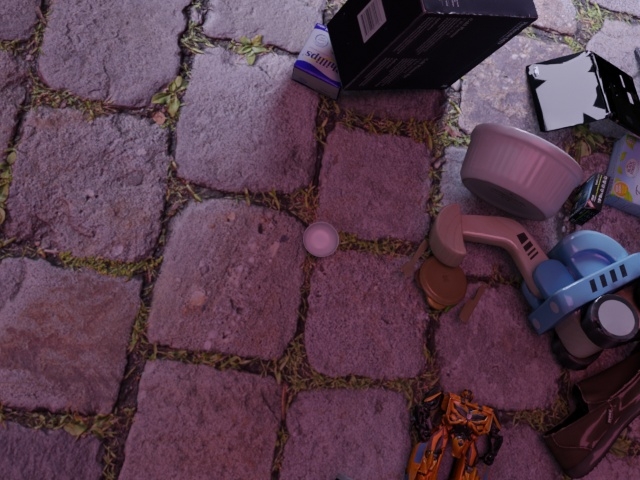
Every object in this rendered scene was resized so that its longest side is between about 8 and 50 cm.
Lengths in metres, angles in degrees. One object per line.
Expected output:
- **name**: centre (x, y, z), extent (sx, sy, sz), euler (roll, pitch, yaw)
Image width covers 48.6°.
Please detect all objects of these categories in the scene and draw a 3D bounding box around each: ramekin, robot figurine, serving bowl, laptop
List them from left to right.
- **serving bowl**: centre (0.000, 0.000, 1.635), extent (0.083, 0.027, 0.084), euler (2, 77, -7)
- **robot figurine**: centre (0.286, 0.462, 1.530), extent (0.210, 0.085, 0.291), euler (21, 75, -3)
- **ramekin**: centre (0.445, -0.147, 1.617), extent (0.272, 0.273, 0.127), euler (28, 86, 0)
- **laptop**: centre (0.675, -0.345, 1.782), extent (0.264, 0.136, 0.235), euler (20, 52, -28)

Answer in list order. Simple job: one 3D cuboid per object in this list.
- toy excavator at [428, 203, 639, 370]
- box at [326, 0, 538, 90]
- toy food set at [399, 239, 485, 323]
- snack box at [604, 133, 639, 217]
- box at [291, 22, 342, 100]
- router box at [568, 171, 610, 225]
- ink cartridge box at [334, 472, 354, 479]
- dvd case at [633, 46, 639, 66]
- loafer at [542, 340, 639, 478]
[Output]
- **toy excavator**: centre (0.520, 0.068, 1.615), extent (0.432, 0.222, 0.445), euler (-22, 68, -15)
- **box**: centre (0.238, -0.489, 1.586), extent (0.312, 0.343, 0.179), euler (-6, 77, -30)
- **toy food set**: centre (0.279, 0.098, 1.643), extent (0.192, 0.038, 0.132), euler (40, 58, 1)
- **snack box**: centre (0.819, -0.144, 1.760), extent (0.207, 0.070, 0.175), euler (20, 74, 0)
- **box**: centre (0.015, -0.434, 1.721), extent (0.126, 0.072, 0.137), euler (26, 74, 0)
- **router box**: centre (0.643, -0.099, 1.697), extent (0.038, 0.122, 0.092), euler (21, 74, 4)
- **ink cartridge box**: centre (0.174, 0.592, 1.442), extent (0.332, 0.165, 0.065), euler (31, 74, 2)
- **dvd case**: centre (0.940, -0.431, 1.842), extent (0.221, 0.018, 0.165), euler (7, 51, -6)
- **loafer**: centre (0.630, 0.351, 1.569), extent (0.130, 0.134, 0.366), euler (40, 81, 9)
